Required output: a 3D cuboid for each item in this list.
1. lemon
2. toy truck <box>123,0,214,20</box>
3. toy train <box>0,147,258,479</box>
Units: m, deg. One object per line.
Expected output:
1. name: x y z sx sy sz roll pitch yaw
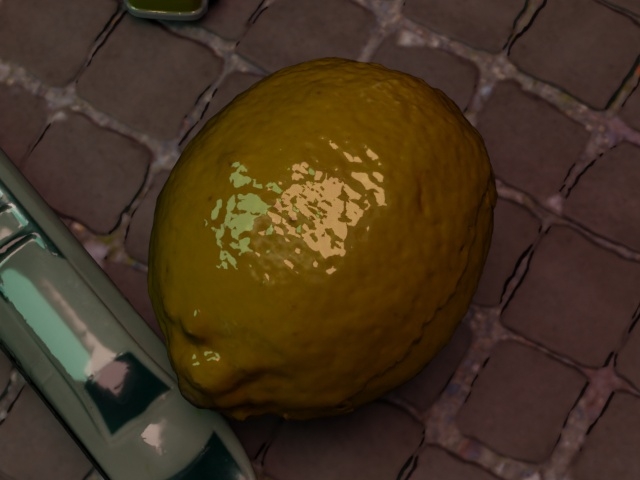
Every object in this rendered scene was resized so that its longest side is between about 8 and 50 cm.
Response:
1. lemon: 0.000 0.000 1.218 0.204 0.204 0.260 34 73 14
2. toy truck: -0.105 -0.215 1.373 0.076 0.077 0.111 2 68 2
3. toy train: -0.173 0.039 1.267 0.086 0.088 0.407 -37 73 -13
